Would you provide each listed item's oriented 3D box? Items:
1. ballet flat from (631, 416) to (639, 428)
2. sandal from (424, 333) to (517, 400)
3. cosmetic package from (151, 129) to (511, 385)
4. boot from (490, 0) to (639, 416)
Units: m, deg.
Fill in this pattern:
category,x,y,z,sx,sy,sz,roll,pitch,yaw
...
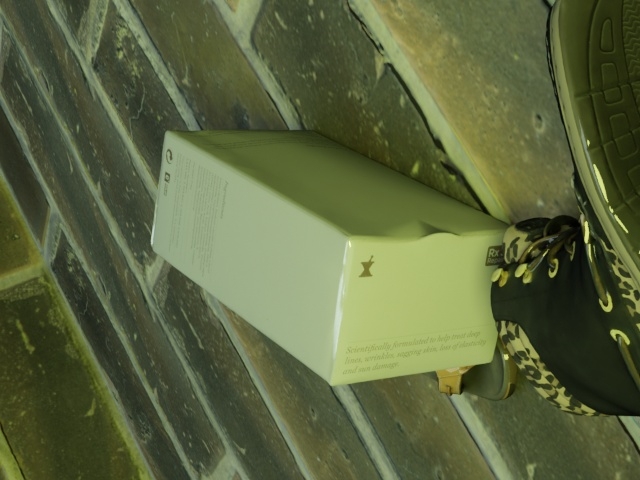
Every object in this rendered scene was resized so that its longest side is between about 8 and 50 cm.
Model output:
category,x,y,z,sx,sy,sz,roll,pitch,yaw
ballet flat,0.316,0.181,1.042,0.114,0.041,0.041,56,150,23
sandal,0.138,0.130,1.302,0.219,0.060,0.090,11,118,59
cosmetic package,0.000,0.000,1.272,0.385,0.217,0.156,34,120,51
boot,0.224,-0.006,0.934,0.378,0.138,0.284,64,163,-5
